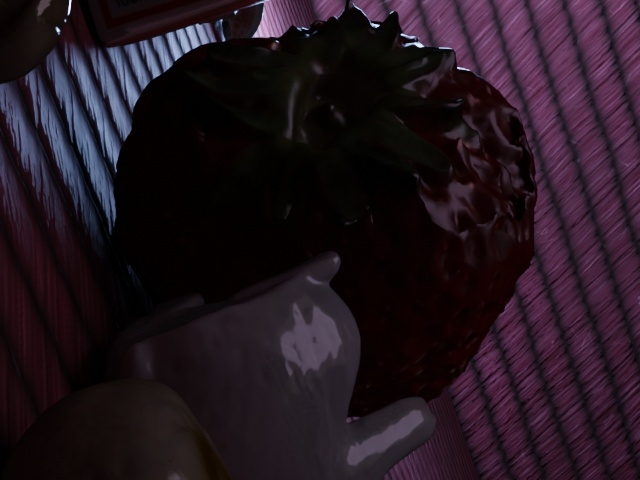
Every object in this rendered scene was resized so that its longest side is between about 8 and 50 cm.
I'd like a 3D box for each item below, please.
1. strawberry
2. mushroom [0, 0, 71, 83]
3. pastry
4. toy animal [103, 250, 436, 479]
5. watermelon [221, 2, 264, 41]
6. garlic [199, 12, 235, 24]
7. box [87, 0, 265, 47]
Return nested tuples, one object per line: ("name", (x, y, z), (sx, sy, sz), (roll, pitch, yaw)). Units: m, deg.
("strawberry", (0.000, 0.000, 1.041), (0.277, 0.257, 0.257), (102, -18, -45))
("mushroom", (-0.168, -0.176, 0.739), (0.092, 0.081, 0.223), (-2, 75, -73))
("pastry", (-0.070, 0.131, 0.674), (0.156, 0.092, 0.156), (-15, 90, -85))
("toy animal", (-0.013, 0.145, 0.896), (0.282, 0.140, 0.138), (63, 31, -21))
("watermelon", (-0.094, -0.241, 1.755), (0.061, 0.085, 0.085), (15, 44, -32))
("garlic", (-0.089, -0.318, 1.452), (0.191, 0.160, 0.214), (71, 7, -59))
("box", (-0.081, -0.217, 1.152), (0.099, 0.182, 0.133), (-58, 133, -82))
